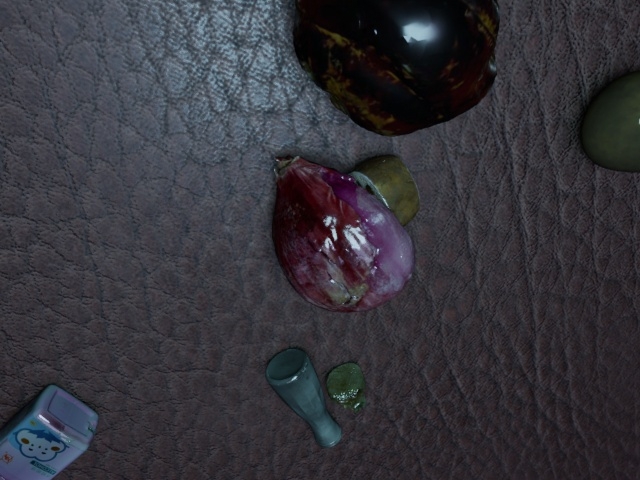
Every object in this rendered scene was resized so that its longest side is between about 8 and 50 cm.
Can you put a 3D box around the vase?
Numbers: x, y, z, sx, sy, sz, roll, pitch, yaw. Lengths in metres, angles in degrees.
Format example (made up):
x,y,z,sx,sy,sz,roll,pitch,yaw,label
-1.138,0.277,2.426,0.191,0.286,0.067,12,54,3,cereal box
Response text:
x,y,z,sx,sy,sz,roll,pitch,yaw,label
-0.022,0.306,1.006,0.086,0.086,0.214,-26,119,0,vase

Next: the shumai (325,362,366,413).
x,y,z,sx,sy,sz,roll,pitch,yaw,label
0.052,0.287,1.028,0.082,0.083,0.080,11,146,13,shumai

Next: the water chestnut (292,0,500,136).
x,y,z,sx,sy,sz,roll,pitch,yaw,label
0.108,-0.283,0.698,0.244,0.289,0.289,-40,119,-30,water chestnut

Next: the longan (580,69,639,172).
x,y,z,sx,sy,sz,roll,pitch,yaw,label
0.523,-0.186,0.869,0.185,0.159,0.204,-21,154,14,longan

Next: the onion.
x,y,z,sx,sy,sz,roll,pitch,yaw,label
0.000,0.000,0.819,0.227,0.120,0.283,-27,105,38,onion

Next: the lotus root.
x,y,z,sx,sy,sz,roll,pitch,yaw,label
0.104,-0.072,0.851,0.081,0.112,0.122,-28,114,-11,lotus root

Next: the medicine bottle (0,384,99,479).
x,y,z,sx,sy,sz,roll,pitch,yaw,label
-0.495,0.357,0.923,0.188,0.094,0.119,-41,112,7,medicine bottle
